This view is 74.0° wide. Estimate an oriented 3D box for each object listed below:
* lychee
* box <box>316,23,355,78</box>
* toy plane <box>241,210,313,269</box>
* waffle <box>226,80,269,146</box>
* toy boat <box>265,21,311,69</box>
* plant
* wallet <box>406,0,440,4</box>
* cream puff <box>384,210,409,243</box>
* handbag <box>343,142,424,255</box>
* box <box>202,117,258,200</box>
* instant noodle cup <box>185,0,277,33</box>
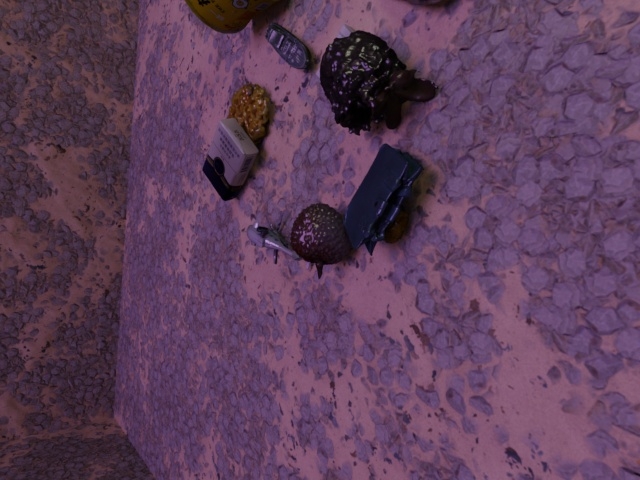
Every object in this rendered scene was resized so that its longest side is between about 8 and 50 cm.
[{"bbox_3d":[0.000,0.000,1.108,0.165,0.165,0.197,-11,68,48],"label":"lychee"},{"bbox_3d":[0.053,-0.496,1.161,0.154,0.040,0.084,-54,54,34],"label":"box"},{"bbox_3d":[-0.142,0.019,1.316,0.273,0.107,0.181,49,129,33],"label":"toy plane"},{"bbox_3d":[-0.265,-0.426,1.511,0.281,0.060,0.262,35,117,45],"label":"waffle"},{"bbox_3d":[-0.102,-0.597,1.306,0.260,0.085,0.078,55,126,35],"label":"toy boat"},{"bbox_3d":[0.110,-0.354,0.988,0.234,0.204,0.178,57,168,18],"label":"plant"},{"bbox_3d":[0.256,-0.663,0.923,0.274,0.068,0.335,-60,42,23],"label":"wallet"},{"bbox_3d":[0.173,-0.033,0.988,0.083,0.058,0.083,12,88,65],"label":"cream puff"},{"bbox_3d":[0.135,-0.095,0.969,0.229,0.062,0.179,-62,19,22],"label":"handbag"},{"bbox_3d":[-0.326,-0.282,1.507,0.168,0.071,0.259,53,136,14],"label":"box"},{"bbox_3d":[-0.257,-0.859,1.346,0.254,0.326,0.325,2,90,39],"label":"instant noodle cup"}]
